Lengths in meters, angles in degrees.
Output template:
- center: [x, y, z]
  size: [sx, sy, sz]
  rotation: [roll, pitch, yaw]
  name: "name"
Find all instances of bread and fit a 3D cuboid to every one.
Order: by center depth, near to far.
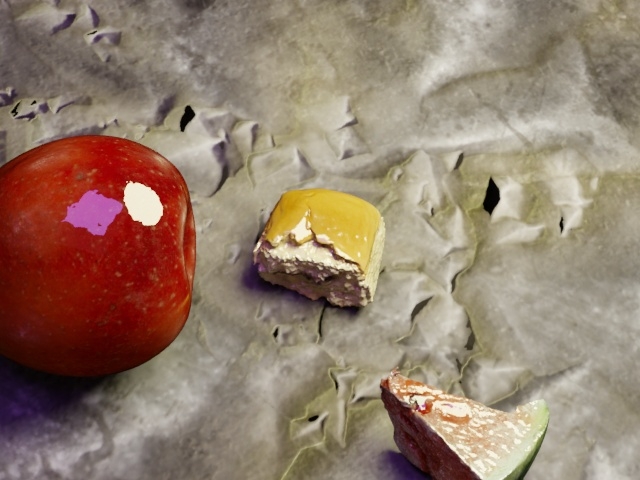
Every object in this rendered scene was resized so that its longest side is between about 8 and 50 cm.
- center: [0.001, 0.001, 1.288]
  size: [0.125, 0.082, 0.106]
  rotation: [12, 60, 3]
  name: "bread"

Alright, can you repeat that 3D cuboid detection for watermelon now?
- center: [0.120, 0.199, 1.163]
  size: [0.158, 0.098, 0.121]
  rotation: [15, 39, -4]
  name: "watermelon"

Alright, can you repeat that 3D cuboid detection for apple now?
- center: [-0.212, 0.014, 1.163]
  size: [0.201, 0.218, 0.218]
  rotation: [0, 55, -8]
  name: "apple"
